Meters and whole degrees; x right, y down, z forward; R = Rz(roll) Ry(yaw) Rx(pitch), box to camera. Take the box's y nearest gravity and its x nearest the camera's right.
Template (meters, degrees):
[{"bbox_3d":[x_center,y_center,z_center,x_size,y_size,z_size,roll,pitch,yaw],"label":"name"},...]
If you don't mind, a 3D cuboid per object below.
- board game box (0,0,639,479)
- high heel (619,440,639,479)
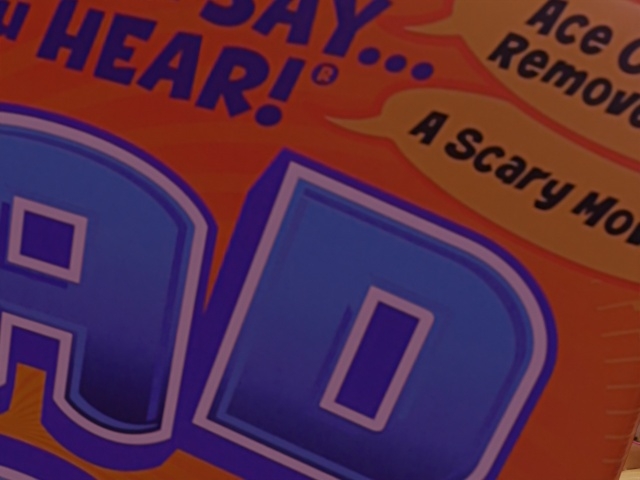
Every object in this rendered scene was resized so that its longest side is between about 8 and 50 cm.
[{"bbox_3d":[-0.049,-0.024,0.594,0.356,0.356,0.356,17,120,8],"label":"board game box"},{"bbox_3d":[0.178,0.127,0.939,0.244,0.082,0.117,10,123,3],"label":"high heel"}]
